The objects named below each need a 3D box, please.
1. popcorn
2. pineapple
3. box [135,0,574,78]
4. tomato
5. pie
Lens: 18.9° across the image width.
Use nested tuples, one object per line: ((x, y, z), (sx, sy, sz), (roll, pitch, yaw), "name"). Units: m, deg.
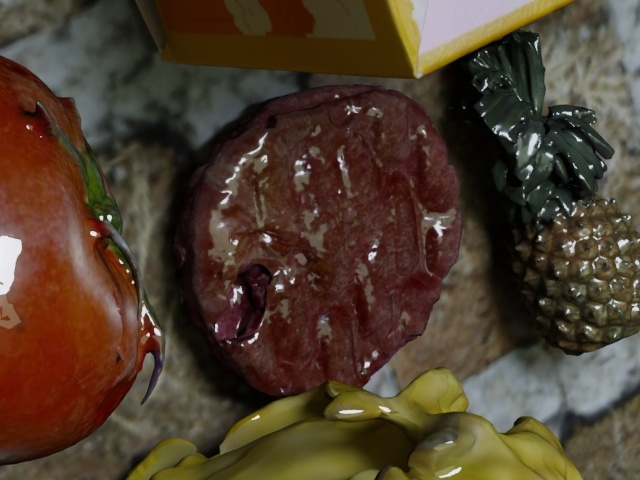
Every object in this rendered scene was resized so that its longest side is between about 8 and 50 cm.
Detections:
((-0.004, 0.158, 0.777), (0.190, 0.250, 0.250), (48, 71, -15), "popcorn")
((0.110, -0.025, 0.932), (0.074, 0.074, 0.159), (-32, 108, -25), "pineapple")
((0.051, -0.236, 0.770), (0.283, 0.214, 0.260), (-28, 109, -28), "box")
((-0.144, 0.015, 0.725), (0.167, 0.167, 0.167), (-6, 101, -32), "tomato")
((0.000, 0.000, 0.880), (0.153, 0.038, 0.154), (-6, 101, -35), "pie")
